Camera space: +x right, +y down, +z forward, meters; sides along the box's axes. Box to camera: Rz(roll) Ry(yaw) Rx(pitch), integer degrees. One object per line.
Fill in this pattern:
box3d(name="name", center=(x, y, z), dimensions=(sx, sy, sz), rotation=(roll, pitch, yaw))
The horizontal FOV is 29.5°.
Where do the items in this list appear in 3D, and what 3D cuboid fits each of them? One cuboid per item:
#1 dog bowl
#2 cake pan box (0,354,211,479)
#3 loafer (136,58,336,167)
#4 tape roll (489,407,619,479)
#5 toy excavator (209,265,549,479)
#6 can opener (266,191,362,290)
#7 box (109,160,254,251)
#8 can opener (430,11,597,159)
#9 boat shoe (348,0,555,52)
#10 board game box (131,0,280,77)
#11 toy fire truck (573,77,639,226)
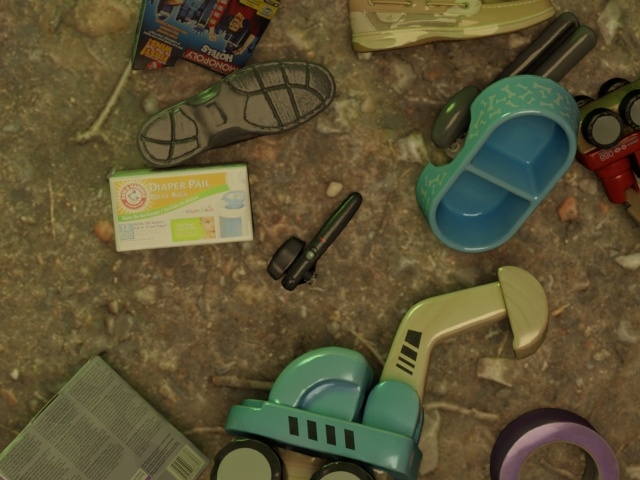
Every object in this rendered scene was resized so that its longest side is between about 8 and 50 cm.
box3d(name="dog bowl", center=(0.259, -0.101, 1.769), dimensions=(0.166, 0.074, 0.297), rotation=(25, 123, -17))
box3d(name="cake pan box", center=(-0.322, 0.333, 1.786), dimensions=(0.246, 0.267, 0.070), rotation=(44, 138, -5))
box3d(name="loafer", center=(-0.127, -0.191, 1.798), dimensions=(0.302, 0.095, 0.109), rotation=(-20, 96, -4))
box3d(name="tape roll", center=(0.365, 0.363, 1.906), dimensions=(0.189, 0.080, 0.189), rotation=(-1, 98, -4))
box3d(name="toy excavator", center=(0.091, 0.225, 1.801), dimensions=(0.433, 0.222, 0.445), rotation=(11, 77, 14))
box3d(name="can opener", center=(0.000, 0.000, 1.842), dimensions=(0.073, 0.059, 0.186), rotation=(42, 94, -7))
box3d(name="box", center=(-0.204, -0.052, 1.801), dimensions=(0.203, 0.103, 0.114), rotation=(-6, 99, -2))
box3d(name="can opener", center=(0.282, -0.230, 1.799), dimensions=(0.283, 0.095, 0.076), rotation=(-45, 59, 6))
box3d(name="boat shoe", center=(0.191, -0.341, 1.781), dimensions=(0.302, 0.109, 0.098), rotation=(-7, 100, 4))
box3d(name="board game box", center=(-0.189, -0.318, 1.764), dimensions=(0.194, 0.060, 0.194), rotation=(21, 124, -23))
box3d(name="toy fire truck", center=(0.508, -0.121, 1.818), dimensions=(0.217, 0.158, 0.246), rotation=(-26, 111, 0))
